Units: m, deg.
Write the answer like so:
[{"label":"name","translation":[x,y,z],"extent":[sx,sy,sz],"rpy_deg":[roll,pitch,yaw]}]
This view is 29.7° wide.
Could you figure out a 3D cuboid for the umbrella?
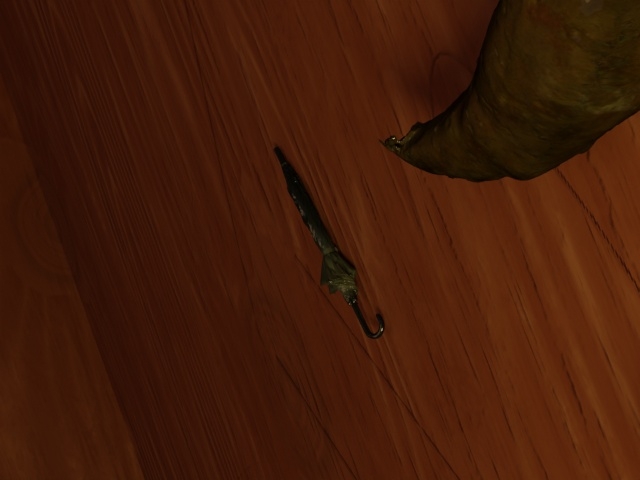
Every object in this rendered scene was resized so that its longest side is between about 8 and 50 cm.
[{"label":"umbrella","translation":[-0.003,0.004,1.348],"extent":[0.044,0.044,0.269],"rpy_deg":[-48,57,31]}]

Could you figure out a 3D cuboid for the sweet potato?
[{"label":"sweet potato","translation":[0.156,-0.120,0.837],"extent":[0.130,0.131,0.422],"rpy_deg":[67,161,10]}]
